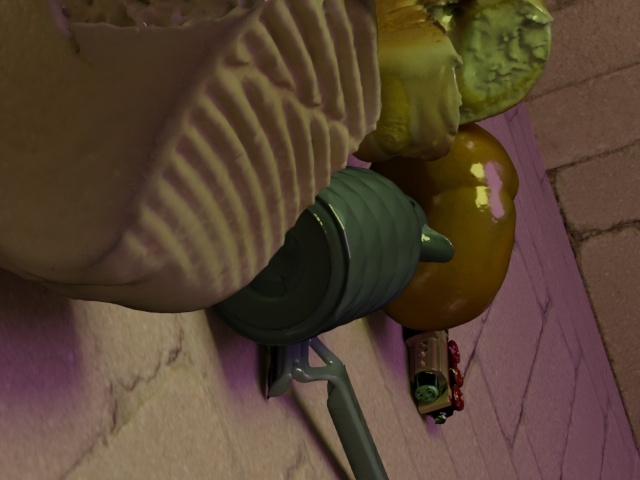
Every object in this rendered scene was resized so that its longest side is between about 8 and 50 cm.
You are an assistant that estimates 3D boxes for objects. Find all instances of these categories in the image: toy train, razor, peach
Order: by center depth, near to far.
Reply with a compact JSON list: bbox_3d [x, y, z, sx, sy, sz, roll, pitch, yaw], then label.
[{"bbox_3d":[0.025,0.179,1.515,0.111,0.056,0.278,-90,157,-49],"label":"razor"},{"bbox_3d":[0.135,-0.022,1.808,0.251,0.153,0.251,-179,-90,-74],"label":"peach"},{"bbox_3d":[0.137,0.155,1.932,0.087,0.050,0.138,53,26,-39],"label":"toy train"}]

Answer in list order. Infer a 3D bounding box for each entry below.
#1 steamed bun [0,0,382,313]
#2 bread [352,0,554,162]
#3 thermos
[{"bbox_3d":[-0.134,-0.106,1.012,0.272,0.273,0.290,33,-4,25],"label":"steamed bun"},{"bbox_3d":[0.095,-0.193,1.718,0.333,0.333,0.160,-78,162,-59],"label":"bread"},{"bbox_3d":[0.000,0.000,1.438,0.286,0.182,0.145,-14,121,-67],"label":"thermos"}]
